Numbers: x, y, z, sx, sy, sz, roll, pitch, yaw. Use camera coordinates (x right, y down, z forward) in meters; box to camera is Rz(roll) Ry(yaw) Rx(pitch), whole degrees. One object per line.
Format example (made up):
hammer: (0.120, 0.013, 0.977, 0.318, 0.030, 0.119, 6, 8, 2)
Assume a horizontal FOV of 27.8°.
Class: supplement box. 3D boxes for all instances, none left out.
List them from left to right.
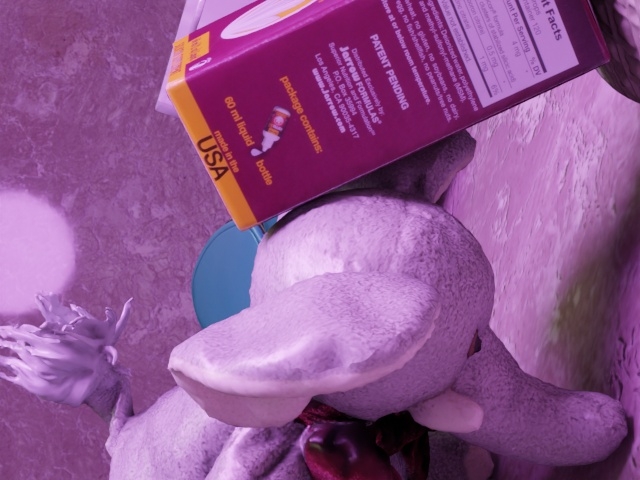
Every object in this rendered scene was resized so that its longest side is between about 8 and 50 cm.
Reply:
supplement box: (0.027, -0.091, 0.621, 0.104, 0.188, 0.081, -103, -13, -69)

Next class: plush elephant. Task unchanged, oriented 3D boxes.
plush elephant: (0.022, 0.082, 0.655, 0.255, 0.330, 0.272, -41, 14, 37)

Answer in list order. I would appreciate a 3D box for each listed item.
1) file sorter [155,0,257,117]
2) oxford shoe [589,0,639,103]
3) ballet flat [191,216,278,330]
file sorter: (-0.001, -0.213, 1.343, 0.173, 0.277, 0.193, 122, 162, -55)
oxford shoe: (0.170, -0.162, 0.528, 0.130, 0.169, 0.449, -32, -3, -3)
ballet flat: (0.000, 0.000, 1.313, 0.164, 0.182, 0.483, 68, 158, 14)
